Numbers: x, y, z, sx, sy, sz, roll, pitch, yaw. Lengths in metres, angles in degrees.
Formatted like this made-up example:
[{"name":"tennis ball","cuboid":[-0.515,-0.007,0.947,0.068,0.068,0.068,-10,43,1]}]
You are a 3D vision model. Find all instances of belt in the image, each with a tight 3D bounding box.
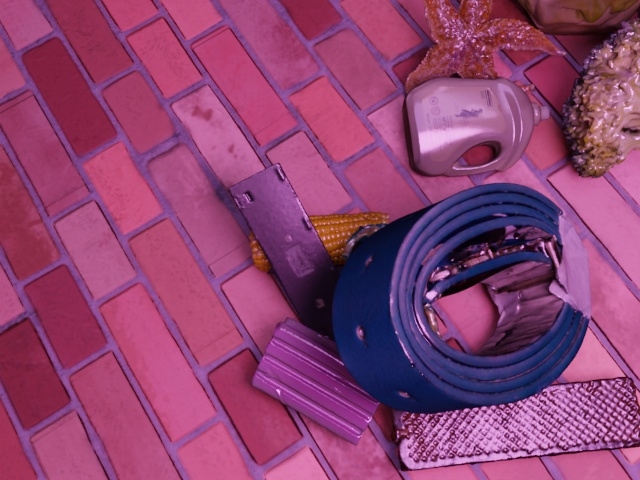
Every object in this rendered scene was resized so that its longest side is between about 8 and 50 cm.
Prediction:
[{"name":"belt","cuboid":[0.223,0.084,0.984,0.437,0.173,0.300,-20,87,-33]}]

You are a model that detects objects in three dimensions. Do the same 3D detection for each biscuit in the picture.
[{"name":"biscuit","cuboid":[0.303,0.289,1.050,0.389,0.073,0.107,-6,70,0]}]

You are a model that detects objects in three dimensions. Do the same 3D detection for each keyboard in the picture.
[{"name":"keyboard","cuboid":[-0.037,0.033,1.094,0.106,0.027,0.316,-27,102,2]}]

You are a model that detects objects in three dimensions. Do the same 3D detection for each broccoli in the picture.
[{"name":"broccoli","cuboid":[0.575,-0.195,1.079,0.353,0.275,0.396,-33,54,38]}]

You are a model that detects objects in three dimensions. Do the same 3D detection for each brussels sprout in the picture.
[{"name":"brussels sprout","cuboid":[0.496,-0.544,1.217,0.328,0.247,0.327,-1,88,39]}]

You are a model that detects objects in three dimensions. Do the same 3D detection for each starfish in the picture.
[{"name":"starfish","cuboid":[0.277,-0.377,1.202,0.299,0.060,0.302,-17,114,11]}]

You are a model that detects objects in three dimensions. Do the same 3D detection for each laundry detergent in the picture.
[{"name":"laundry detergent","cuboid":[0.282,-0.208,1.200,0.254,0.091,0.181,-7,87,0]}]

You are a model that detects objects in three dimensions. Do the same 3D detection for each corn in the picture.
[{"name":"corn","cuboid":[0.000,0.000,1.149,0.244,0.093,0.093,-8,72,1]}]

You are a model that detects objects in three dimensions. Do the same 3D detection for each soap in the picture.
[{"name":"soap","cuboid":[0.002,0.223,1.071,0.203,0.065,0.122,29,102,11]}]

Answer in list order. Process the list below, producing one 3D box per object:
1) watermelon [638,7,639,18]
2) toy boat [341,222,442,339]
[{"name":"watermelon","cuboid":[0.679,-0.494,1.289,0.154,0.094,0.241,-7,69,-7]},{"name":"toy boat","cuboid":[0.128,0.108,1.080,0.109,0.099,0.292,-26,91,-4]}]
